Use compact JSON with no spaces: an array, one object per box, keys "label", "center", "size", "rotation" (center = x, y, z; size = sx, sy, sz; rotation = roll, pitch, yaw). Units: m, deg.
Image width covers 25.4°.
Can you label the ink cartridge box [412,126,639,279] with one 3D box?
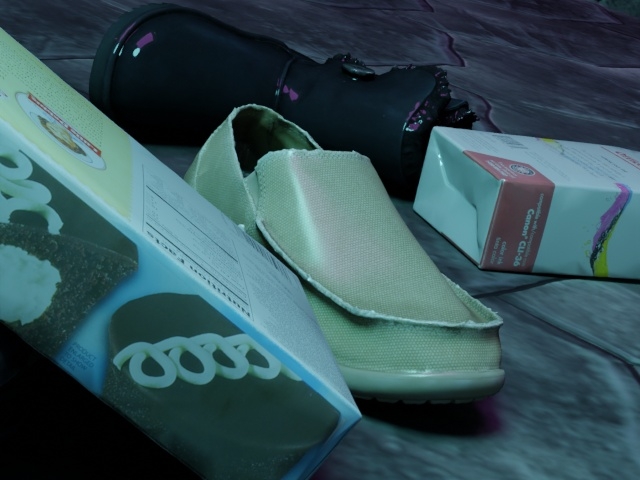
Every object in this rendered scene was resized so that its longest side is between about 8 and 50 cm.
[{"label":"ink cartridge box","center":[0.180,-0.023,0.982],"size":[0.198,0.067,0.115],"rotation":[4,20,-22]}]

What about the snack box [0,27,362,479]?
[{"label":"snack box","center":[-0.131,-0.039,0.550],"size":[0.322,0.060,0.187],"rotation":[40,5,-15]}]

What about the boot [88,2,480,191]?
[{"label":"boot","center":[-0.017,-0.102,1.031],"size":[0.207,0.094,0.246],"rotation":[19,12,29]}]

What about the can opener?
[{"label":"can opener","center":[-0.128,0.056,0.550],"size":[0.073,0.059,0.186],"rotation":[-11,3,13]}]

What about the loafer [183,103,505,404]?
[{"label":"loafer","center":[0.000,0.000,0.740],"size":[0.102,0.092,0.268],"rotation":[-1,23,-37]}]
